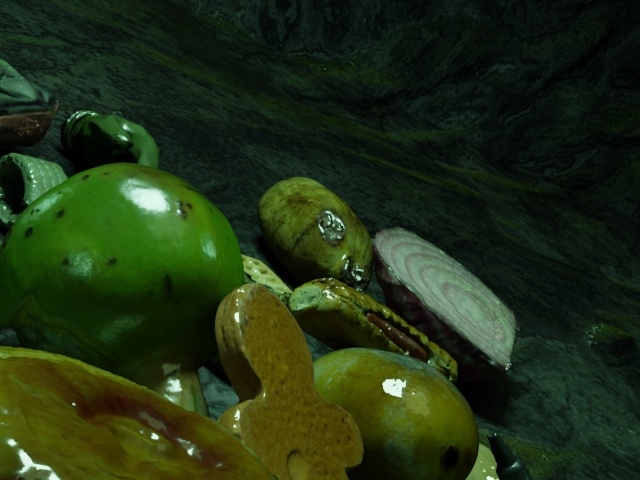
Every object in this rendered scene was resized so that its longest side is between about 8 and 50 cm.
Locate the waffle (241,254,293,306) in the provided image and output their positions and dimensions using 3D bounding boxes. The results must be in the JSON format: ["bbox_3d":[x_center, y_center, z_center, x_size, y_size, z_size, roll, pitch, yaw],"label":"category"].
[{"bbox_3d":[-0.111,0.040,1.871,0.153,0.023,0.097,19,17,-41],"label":"waffle"}]

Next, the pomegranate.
[{"bbox_3d":[-0.163,0.075,1.291,0.236,0.236,0.302,11,43,-52],"label":"pomegranate"}]

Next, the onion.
[{"bbox_3d":[0.147,0.099,1.979,0.247,0.111,0.250,38,21,0],"label":"onion"}]

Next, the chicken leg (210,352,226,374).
[{"bbox_3d":[-0.114,0.087,1.598,0.178,0.070,0.093,34,55,20],"label":"chicken leg"}]

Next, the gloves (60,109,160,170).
[{"bbox_3d":[-0.269,-0.106,1.890,0.107,0.135,0.268,-19,30,-12],"label":"gloves"}]

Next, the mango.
[{"bbox_3d":[0.057,0.185,1.502,0.193,0.146,0.316,23,-4,-14],"label":"mango"}]

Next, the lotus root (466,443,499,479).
[{"bbox_3d":[0.188,0.275,1.587,0.073,0.062,0.150,47,6,-45],"label":"lotus root"}]

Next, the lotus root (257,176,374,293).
[{"bbox_3d":[0.000,0.000,2.018,0.145,0.128,0.260,33,12,-37],"label":"lotus root"}]

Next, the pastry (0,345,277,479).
[{"bbox_3d":[-0.166,0.196,0.994,0.356,0.164,0.356,27,9,-5],"label":"pastry"}]

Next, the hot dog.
[{"bbox_3d":[0.065,0.111,1.627,0.083,0.068,0.289,-5,-25,35],"label":"hot dog"}]

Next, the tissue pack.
[{"bbox_3d":[-0.486,-0.192,1.730,0.245,0.123,0.332,31,15,13],"label":"tissue pack"}]

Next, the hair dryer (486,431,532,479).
[{"bbox_3d":[0.224,0.279,1.502,0.194,0.050,0.173,67,16,-1],"label":"hair dryer"}]

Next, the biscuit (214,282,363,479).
[{"bbox_3d":[-0.023,0.191,1.226,0.205,0.049,0.324,5,64,-61],"label":"biscuit"}]

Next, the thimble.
[{"bbox_3d":[-0.328,-0.048,1.631,0.062,0.084,0.110,13,35,-44],"label":"thimble"}]
